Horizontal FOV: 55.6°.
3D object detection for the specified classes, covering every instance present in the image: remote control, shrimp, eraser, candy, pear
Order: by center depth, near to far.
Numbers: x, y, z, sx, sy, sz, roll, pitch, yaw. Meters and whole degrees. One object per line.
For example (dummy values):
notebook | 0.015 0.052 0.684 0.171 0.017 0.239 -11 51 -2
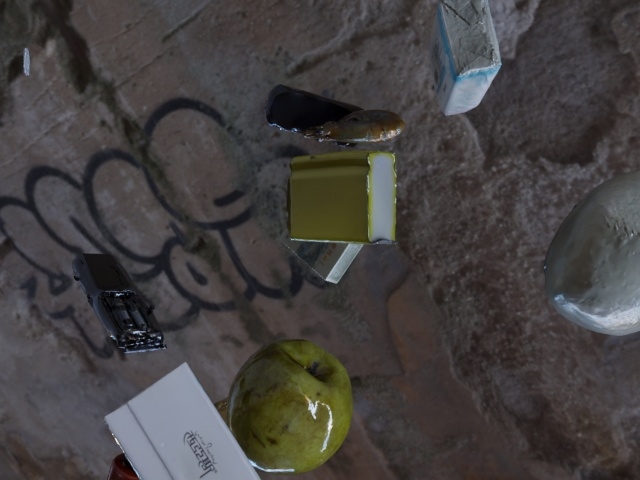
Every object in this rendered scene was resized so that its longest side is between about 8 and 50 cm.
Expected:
candy | 0.491 0.024 0.959 0.296 0.295 0.185 -34 -139 -21
eraser | 0.031 -0.074 1.057 0.069 0.157 0.226 -5 -175 -41
pear | -0.076 0.392 1.406 0.304 0.303 0.304 -29 -170 6
remote control | -0.505 0.139 1.499 0.145 0.062 0.399 2 -153 -40
shrimp | 0.091 -0.321 1.680 0.287 0.063 0.152 -4 -136 -7

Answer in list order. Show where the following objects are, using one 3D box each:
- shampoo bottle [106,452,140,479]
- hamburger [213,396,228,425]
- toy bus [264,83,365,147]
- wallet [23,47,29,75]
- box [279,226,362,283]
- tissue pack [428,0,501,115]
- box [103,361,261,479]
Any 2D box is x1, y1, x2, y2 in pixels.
shampoo bottle | -0.377 0.498 1.206 0.104 0.104 0.278 -120 -133 -80
hamburger | -0.207 0.510 1.647 0.214 0.214 0.108 -35 158 -29
toy bus | -0.019 -0.366 1.789 0.303 0.127 0.147 12 -168 -17
wallet | -0.630 -0.382 1.302 0.011 0.044 0.083 2 -177 -24
box | 0.000 0.000 1.948 0.256 0.069 0.164 40 -80 38
tissue pack | 0.343 -0.444 1.476 0.124 0.201 0.271 -8 172 2
box | -0.175 0.297 0.805 0.116 0.203 0.274 -33 169 -23
